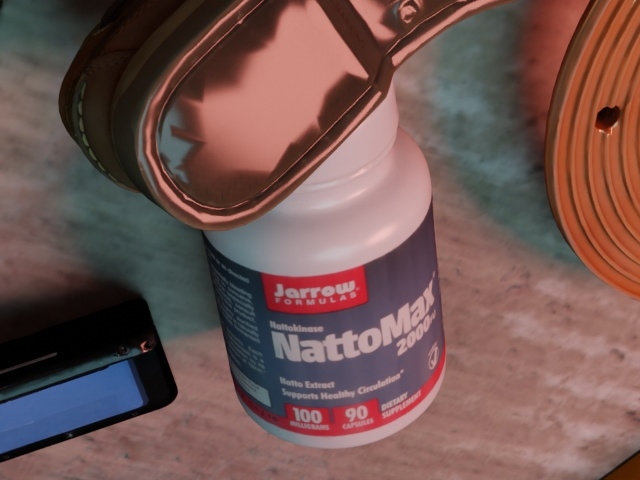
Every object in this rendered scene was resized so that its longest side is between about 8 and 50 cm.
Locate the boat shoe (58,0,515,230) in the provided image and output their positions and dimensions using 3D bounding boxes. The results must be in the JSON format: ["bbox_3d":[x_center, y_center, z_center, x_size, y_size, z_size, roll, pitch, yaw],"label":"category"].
[{"bbox_3d":[0.022,-0.133,0.660,0.307,0.104,0.111,-37,125,-16],"label":"boat shoe"}]

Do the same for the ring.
[{"bbox_3d":[0.256,-0.099,0.801,0.336,0.032,0.336,-16,137,-16],"label":"ring"}]

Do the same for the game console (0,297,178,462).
[{"bbox_3d":[-0.132,0.082,0.802,0.122,0.107,0.071,-19,104,-5],"label":"game console"}]

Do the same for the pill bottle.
[{"bbox_3d":[0.000,0.000,0.756,0.108,0.108,0.180,-16,132,-8],"label":"pill bottle"}]

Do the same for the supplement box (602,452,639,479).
[{"bbox_3d":[0.260,0.226,1.026,0.191,0.129,0.194,-39,131,13],"label":"supplement box"}]
